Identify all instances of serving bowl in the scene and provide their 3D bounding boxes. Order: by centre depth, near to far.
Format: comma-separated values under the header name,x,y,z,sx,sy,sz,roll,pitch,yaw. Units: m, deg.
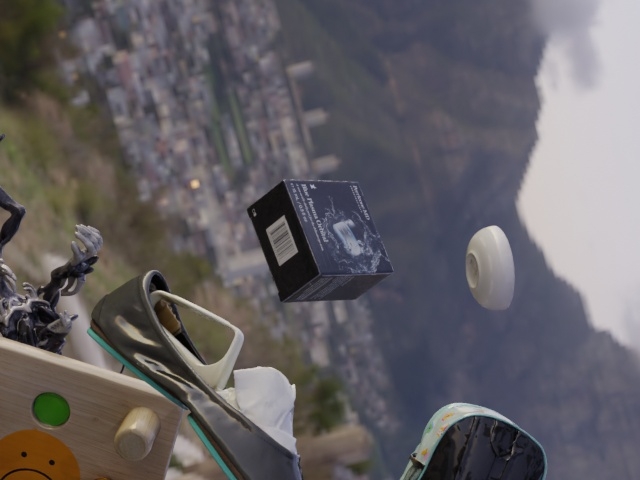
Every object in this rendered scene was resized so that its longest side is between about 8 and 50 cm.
name,x,y,z,sx,sy,sz,roll,pitch,yaw
serving bowl,0.159,0.028,1.509,0.083,0.027,0.083,176,-90,-75

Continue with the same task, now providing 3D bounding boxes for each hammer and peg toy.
name,x,y,z,sx,sy,sz,roll,pitch,yaw
hammer and peg toy,-0.337,0.220,1.571,0.127,0.361,0.266,-71,177,-71

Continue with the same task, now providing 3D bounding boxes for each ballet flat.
name,x,y,z,sx,sy,sz,roll,pitch,yaw
ballet flat,-0.088,0.126,1.330,0.280,0.096,0.095,43,1,21

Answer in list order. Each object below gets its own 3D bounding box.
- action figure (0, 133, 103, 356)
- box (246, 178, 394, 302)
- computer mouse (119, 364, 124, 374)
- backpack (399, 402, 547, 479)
name,x,y,z,sx,sy,sz,roll,pitch,yaw
action figure,-0.327,0.032,1.671,0.164,0.141,0.275,-32,94,-49
box,0.000,0.000,2.248,0.158,0.093,0.156,0,62,-46
computer mouse,-0.250,0.170,1.807,0.071,0.242,0.041,28,11,-29
backpack,0.186,0.299,1.953,0.188,0.166,0.144,-63,-173,7
